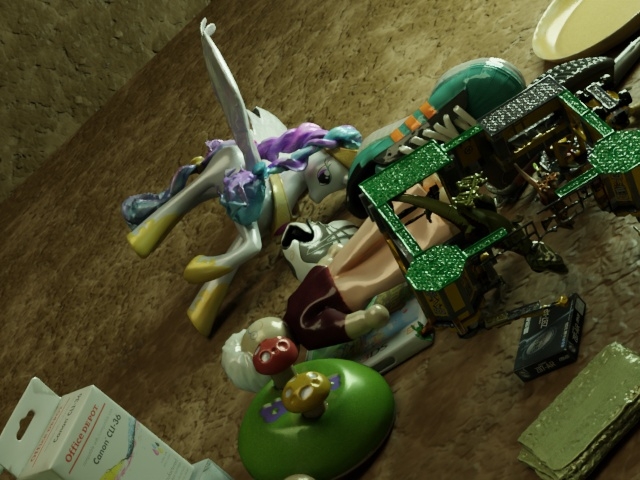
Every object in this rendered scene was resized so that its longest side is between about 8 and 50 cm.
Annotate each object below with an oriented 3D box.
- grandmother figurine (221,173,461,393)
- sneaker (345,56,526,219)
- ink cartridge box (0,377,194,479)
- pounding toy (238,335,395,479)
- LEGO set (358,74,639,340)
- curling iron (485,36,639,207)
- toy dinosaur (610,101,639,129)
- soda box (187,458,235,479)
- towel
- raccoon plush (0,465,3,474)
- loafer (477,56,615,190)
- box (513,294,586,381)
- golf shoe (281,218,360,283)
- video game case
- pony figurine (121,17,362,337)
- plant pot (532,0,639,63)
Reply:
[{"bbox_3d":[0.024,0.056,1.879,0.342,0.104,0.208,-40,14,6],"label":"grandmother figurine"},{"bbox_3d":[0.144,-0.118,2.038,0.302,0.108,0.121,-36,23,42],"label":"sneaker"},{"bbox_3d":[-0.242,0.238,1.705,0.067,0.198,0.115,-23,34,44],"label":"ink cartridge box"},{"bbox_3d":[-0.034,0.186,1.716,0.183,0.110,0.237,1,40,37],"label":"pounding toy"},{"bbox_3d":[0.211,-0.005,1.672,0.331,0.192,0.255,-37,41,-10],"label":"LEGO set"},{"bbox_3d":[0.292,-0.146,1.903,0.274,0.035,0.068,-47,22,-4],"label":"curling iron"},{"bbox_3d":[0.362,-0.139,1.771,0.183,0.053,0.092,-32,7,45],"label":"toy dinosaur"},{"bbox_3d":[-0.206,0.346,1.842,0.286,0.091,0.098,-25,30,41],"label":"soda box"},{"bbox_3d":[0.247,0.160,1.451,0.148,0.027,0.110,-48,21,-4],"label":"towel"},{"bbox_3d":[-0.523,0.437,1.967,0.216,0.299,0.446,-7,44,57],"label":"raccoon plush"},{"bbox_3d":[0.259,-0.136,1.849,0.220,0.078,0.080,-36,17,-11],"label":"loafer"},{"bbox_3d":[0.231,0.097,1.602,0.067,0.018,0.083,-27,28,37],"label":"box"},{"bbox_3d":[0.000,0.000,2.070,0.077,0.094,0.198,-39,11,18],"label":"golf shoe"},{"bbox_3d":[0.059,0.098,1.904,0.193,0.023,0.212,-34,24,26],"label":"video game case"},{"bbox_3d":[-0.112,-0.094,2.292,0.363,0.303,0.351,-40,54,5],"label":"pony figurine"},{"bbox_3d":[0.376,-0.308,2.050,0.236,0.032,0.236,-38,22,19],"label":"plant pot"}]
